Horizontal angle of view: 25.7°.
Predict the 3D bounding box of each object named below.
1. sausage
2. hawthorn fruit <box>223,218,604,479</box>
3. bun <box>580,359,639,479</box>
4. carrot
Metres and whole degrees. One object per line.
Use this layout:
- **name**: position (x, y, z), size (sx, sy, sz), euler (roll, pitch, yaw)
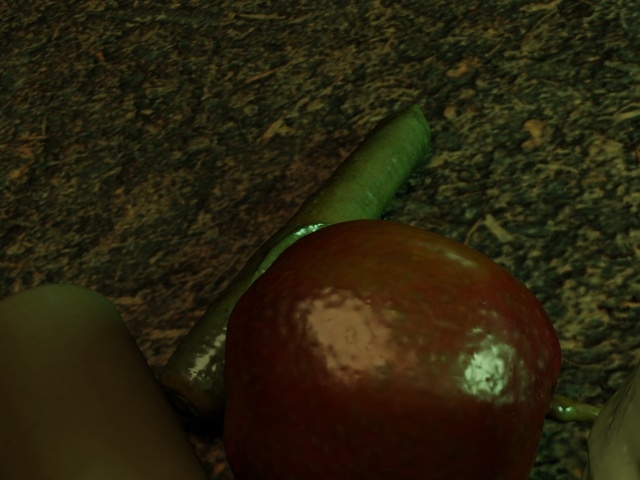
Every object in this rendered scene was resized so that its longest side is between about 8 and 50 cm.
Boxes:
- **sausage**: position (-0.141, 0.137, 0.863), size (0.123, 0.123, 0.253), euler (-28, 41, -9)
- **hawthorn fruit**: position (0.057, 0.086, 0.785), size (0.226, 0.196, 0.196), euler (4, 44, 20)
- **bun**: position (0.220, 0.161, 0.496), size (0.365, 0.219, 0.365), euler (-19, 64, 44)
- **carrot**: position (0.000, 0.001, 1.011), size (0.070, 0.070, 0.342), euler (10, 46, 34)
